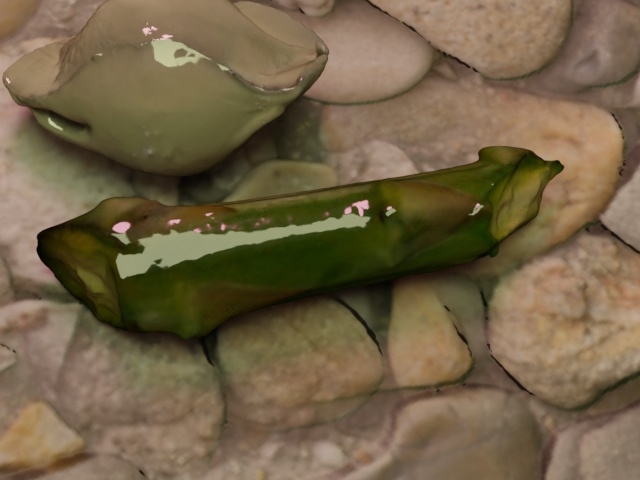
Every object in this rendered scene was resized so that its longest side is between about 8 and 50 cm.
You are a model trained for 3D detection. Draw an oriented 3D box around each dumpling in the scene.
[{"bbox_3d":[-0.095,-0.115,0.983,0.181,0.111,0.155,25,33,-2],"label":"dumpling"}]

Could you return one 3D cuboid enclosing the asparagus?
[{"bbox_3d":[0.000,-0.001,0.950,0.343,0.082,0.085,-8,29,-12],"label":"asparagus"}]
